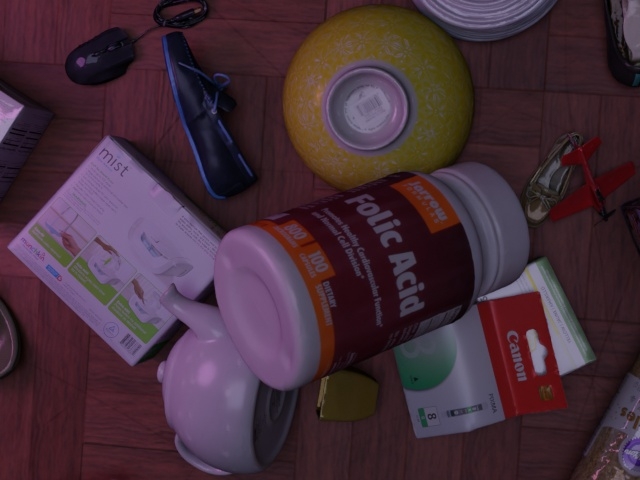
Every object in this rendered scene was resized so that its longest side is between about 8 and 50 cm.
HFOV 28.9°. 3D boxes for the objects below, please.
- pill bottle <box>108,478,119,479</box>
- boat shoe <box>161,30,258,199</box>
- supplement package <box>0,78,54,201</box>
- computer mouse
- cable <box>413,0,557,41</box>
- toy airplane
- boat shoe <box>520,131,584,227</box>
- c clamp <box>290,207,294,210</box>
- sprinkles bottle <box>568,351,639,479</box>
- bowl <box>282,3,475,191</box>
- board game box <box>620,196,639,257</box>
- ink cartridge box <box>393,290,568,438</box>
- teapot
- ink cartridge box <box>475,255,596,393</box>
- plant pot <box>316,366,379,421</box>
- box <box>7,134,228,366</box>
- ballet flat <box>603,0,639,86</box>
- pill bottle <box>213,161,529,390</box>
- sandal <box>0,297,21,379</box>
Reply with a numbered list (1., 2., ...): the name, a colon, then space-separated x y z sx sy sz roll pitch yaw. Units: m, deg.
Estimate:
1. pill bottle: -0.391 0.438 1.869 0.209 0.119 0.119 -14 89 7
2. boat shoe: -0.165 -0.193 1.858 0.089 0.109 0.258 -19 105 -1
3. supplement package: -0.550 -0.162 1.863 0.194 0.149 0.203 33 94 5
4. computer mouse: -0.282 -0.308 1.887 0.242 0.041 0.071 -29 87 5
5. cable: 0.241 -0.422 1.803 0.257 0.089 0.257 -12 89 6
6. toy airplane: 0.391 -0.090 1.794 0.151 0.028 0.151 -5 109 -16
7. boat shoe: 0.339 -0.090 1.816 0.056 0.048 0.153 32 94 5
8. c clamp: 0.000 0.000 1.872 0.161 0.022 0.137 16 98 4
9. sprinkles bottle: 0.448 0.292 1.773 0.121 0.121 0.355 28 93 5
10. bowl: 0.076 -0.192 1.770 0.290 0.156 0.289 1 100 8
11. board game box: 0.555 -0.023 1.671 0.232 0.291 0.141 -21 89 7
12. ink cartridge box: 0.224 0.182 1.792 0.225 0.056 0.180 -12 95 26
13. teapot: -0.147 0.213 1.791 0.187 0.252 0.255 9 81 16
14. ink cartridge box: 0.261 0.148 1.827 0.235 0.056 0.171 -26 88 4
15. plant pot: 0.042 0.227 1.840 0.083 0.081 0.081 9 91 -4
16. box: -0.284 0.013 1.848 0.262 0.127 0.231 42 94 5
17. ballet flat: 0.449 -0.362 1.777 0.095 0.096 0.280 -8 89 7
18. pill bottle: 0.076 0.035 1.672 0.392 0.224 0.224 -20 88 -29
19. sandal: -0.564 0.081 1.900 0.120 0.086 0.302 -26 88 6
